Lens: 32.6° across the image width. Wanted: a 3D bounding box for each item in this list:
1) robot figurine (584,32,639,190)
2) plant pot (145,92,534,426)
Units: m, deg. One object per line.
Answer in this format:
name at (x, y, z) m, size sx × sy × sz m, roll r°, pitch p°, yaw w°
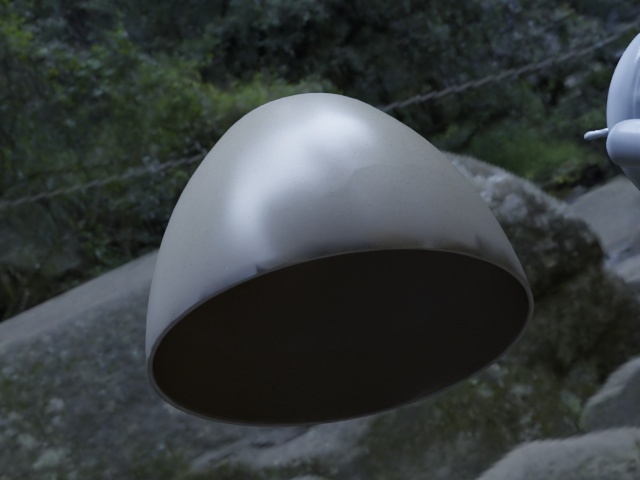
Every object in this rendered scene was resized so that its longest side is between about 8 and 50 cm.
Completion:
robot figurine at (0.399, -0.116, 0.965) m, size 0.300 × 0.199 × 0.353 m, roll -16°, pitch 13°, yaw -27°
plant pot at (0.000, 0.000, 0.841) m, size 0.284 × 0.190 × 0.284 m, roll -9°, pitch -30°, yaw -5°
